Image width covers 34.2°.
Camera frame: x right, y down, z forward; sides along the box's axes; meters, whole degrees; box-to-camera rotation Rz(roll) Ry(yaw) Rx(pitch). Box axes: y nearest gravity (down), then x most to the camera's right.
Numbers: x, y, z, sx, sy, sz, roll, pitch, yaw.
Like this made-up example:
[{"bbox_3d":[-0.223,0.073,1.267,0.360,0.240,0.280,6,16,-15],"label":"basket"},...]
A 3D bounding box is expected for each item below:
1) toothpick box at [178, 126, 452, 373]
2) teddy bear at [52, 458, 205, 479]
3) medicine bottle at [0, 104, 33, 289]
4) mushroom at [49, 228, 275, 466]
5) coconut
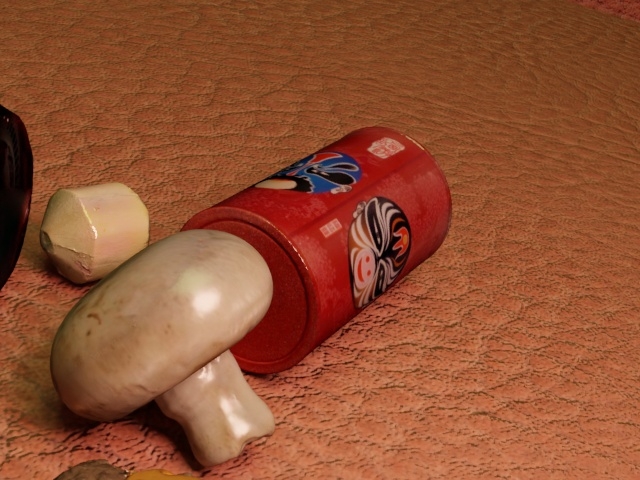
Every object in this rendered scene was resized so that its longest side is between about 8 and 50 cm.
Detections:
[{"bbox_3d":[0.000,0.000,1.264,0.204,0.204,0.333,29,33,20],"label":"toothpick box"},{"bbox_3d":[-0.151,0.252,0.875,0.190,0.140,0.177,11,34,8],"label":"teddy bear"},{"bbox_3d":[-0.524,-0.069,1.111,0.395,0.242,0.242,12,31,5],"label":"medicine bottle"},{"bbox_3d":[-0.138,0.116,1.048,0.243,0.243,0.243,11,32,-7],"label":"mushroom"},{"bbox_3d":[-0.275,-0.008,1.239,0.122,0.116,0.116,-8,39,-38],"label":"coconut"}]
